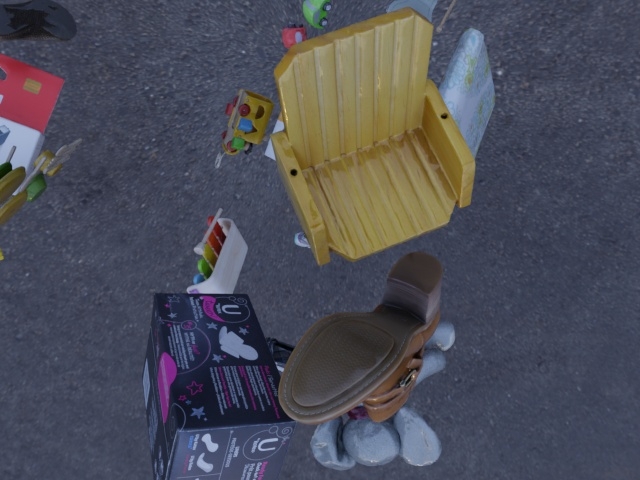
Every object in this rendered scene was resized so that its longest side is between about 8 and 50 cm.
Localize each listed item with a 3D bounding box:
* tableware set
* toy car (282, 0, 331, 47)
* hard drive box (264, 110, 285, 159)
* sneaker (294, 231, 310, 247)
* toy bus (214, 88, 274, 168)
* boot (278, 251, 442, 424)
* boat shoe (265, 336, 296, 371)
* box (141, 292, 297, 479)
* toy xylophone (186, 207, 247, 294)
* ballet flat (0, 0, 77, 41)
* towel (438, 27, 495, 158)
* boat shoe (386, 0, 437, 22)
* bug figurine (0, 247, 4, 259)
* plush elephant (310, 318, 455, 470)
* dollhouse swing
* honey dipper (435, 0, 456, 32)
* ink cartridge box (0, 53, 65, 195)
[{"bbox_3d":[-0.281,-0.046,0.498,0.024,0.154,0.104,41,113,-13],"label":"tableware set"},{"bbox_3d":[-0.028,-0.526,1.392,0.053,0.239,0.225,-22,153,-26],"label":"toy car"},{"bbox_3d":[0.004,-0.244,1.366,0.232,0.089,0.181,29,110,17],"label":"hard drive box"},{"bbox_3d":[0.000,0.000,1.202,0.098,0.069,0.038,3,83,-35],"label":"sneaker"},{"bbox_3d":[-0.193,-0.297,1.483,0.104,0.202,0.191,13,68,-25],"label":"toy bus"},{"bbox_3d":[0.059,0.166,0.708,0.109,0.283,0.220,24,138,23],"label":"boot"},{"bbox_3d":[-0.125,0.282,1.414,0.228,0.080,0.076,24,135,-4],"label":"boat shoe"},{"bbox_3d":[-0.143,0.203,0.724,0.142,0.247,0.164,4,119,-24],"label":"box"},{"bbox_3d":[-0.316,0.044,1.699,0.081,0.323,0.236,-7,125,20],"label":"toy xylophone"},{"bbox_3d":[-0.577,-0.424,1.091,0.058,0.250,0.084,-15,108,22],"label":"ballet flat"},{"bbox_3d":[0.397,-0.356,1.579,0.090,0.374,0.321,16,81,26],"label":"towel"},{"bbox_3d":[0.213,-0.545,1.371,0.114,0.303,0.091,39,141,-7],"label":"boat shoe"},{"bbox_3d":[-0.456,-0.068,0.594,0.072,0.216,0.279,-27,73,3],"label":"bug figurine"},{"bbox_3d":[0.109,0.308,1.074,0.271,0.330,0.256,-5,96,28],"label":"plush elephant"},{"bbox_3d":[0.107,-0.177,1.023,0.346,0.305,0.315,-21,74,-9],"label":"dollhouse swing"},{"bbox_3d":[0.360,-0.642,1.542,0.030,0.031,0.161,18,145,-6],"label":"honey dipper"},{"bbox_3d":[-0.696,-0.259,1.084,0.296,0.066,0.261,20,88,-19],"label":"ink cartridge box"}]
